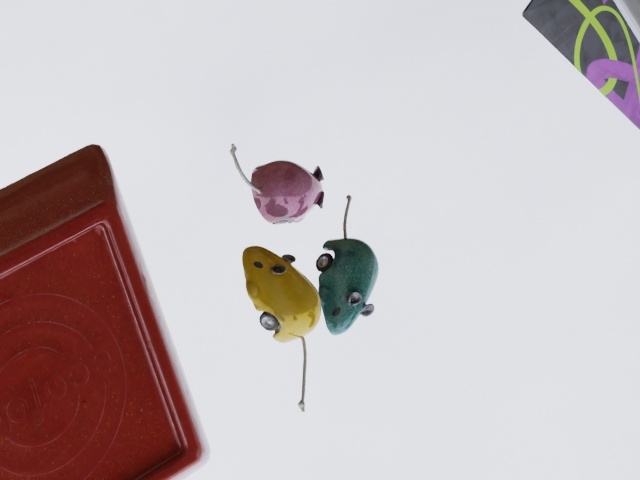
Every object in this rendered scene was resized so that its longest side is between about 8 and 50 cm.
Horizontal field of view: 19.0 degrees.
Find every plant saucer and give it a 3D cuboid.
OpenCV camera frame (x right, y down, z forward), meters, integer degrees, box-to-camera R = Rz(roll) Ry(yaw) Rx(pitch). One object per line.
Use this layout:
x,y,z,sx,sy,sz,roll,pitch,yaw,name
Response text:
-0.197,0.103,1.272,0.258,0.259,0.047,-30,-155,-30,plant saucer

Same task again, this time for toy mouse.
0.000,0.000,1.168,0.031,0.161,0.143,-16,-166,34,toy mouse

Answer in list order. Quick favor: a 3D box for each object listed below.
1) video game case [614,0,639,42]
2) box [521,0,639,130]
0.129,-0.075,0.389,0.157,0.143,0.019,60,-165,9,video game case
0.167,-0.079,0.744,0.162,0.116,0.029,46,-142,17,box
